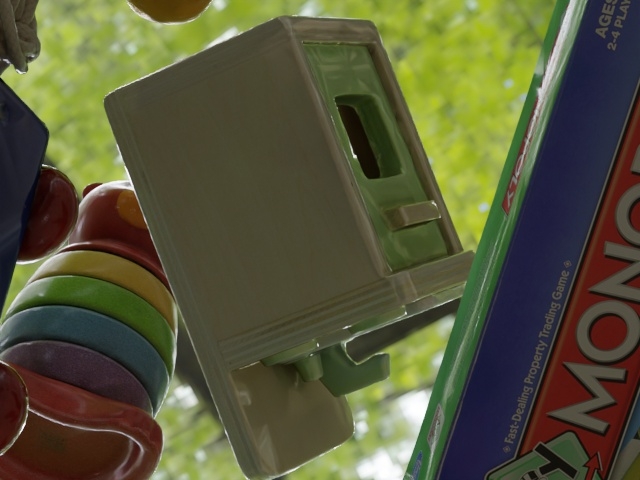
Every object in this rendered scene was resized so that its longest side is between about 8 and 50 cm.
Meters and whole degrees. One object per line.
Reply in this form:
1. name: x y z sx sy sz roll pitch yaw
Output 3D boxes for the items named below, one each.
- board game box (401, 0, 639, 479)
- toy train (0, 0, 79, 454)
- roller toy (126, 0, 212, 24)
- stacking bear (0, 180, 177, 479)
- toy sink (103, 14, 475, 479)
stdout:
1. board game box: 0.176 -0.014 0.731 0.213 0.317 0.046 13 -163 -11
2. toy train: -0.176 -0.030 0.755 0.105 0.143 0.248 51 -140 -48
3. roller toy: -0.078 -0.275 1.446 0.209 0.146 0.191 -26 -78 -15
4. stacking bear: -0.190 0.067 1.683 0.175 0.164 0.289 19 -129 -3
5. toy sink: 0.000 0.000 1.118 0.153 0.131 0.234 -12 -99 -68
